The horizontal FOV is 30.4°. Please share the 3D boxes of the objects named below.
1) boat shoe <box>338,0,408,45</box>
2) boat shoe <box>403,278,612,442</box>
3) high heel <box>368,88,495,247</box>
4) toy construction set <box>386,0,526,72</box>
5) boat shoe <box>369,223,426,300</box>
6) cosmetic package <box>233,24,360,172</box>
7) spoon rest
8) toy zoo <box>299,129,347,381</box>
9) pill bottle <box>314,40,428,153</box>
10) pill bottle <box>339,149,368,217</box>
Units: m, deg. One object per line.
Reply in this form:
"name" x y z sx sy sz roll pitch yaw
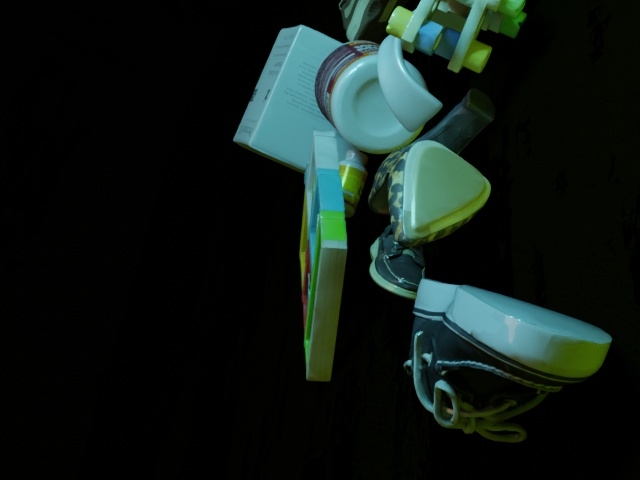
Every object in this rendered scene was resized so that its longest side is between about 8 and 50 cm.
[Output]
"boat shoe" 0.093 -0.382 1.660 0.257 0.095 0.095 -50 57 46
"boat shoe" 0.118 0.091 0.870 0.306 0.113 0.105 -169 96 -78
"high heel" 0.084 -0.030 1.182 0.186 0.093 0.261 -45 8 39
"toy construction set" 0.196 -0.327 1.164 0.328 0.151 0.215 -51 -5 22
"boat shoe" 0.082 0.016 1.219 0.152 0.056 0.049 -108 39 -69
"cosmetic package" -0.013 -0.190 1.677 0.184 0.151 0.151 -66 14 1
"spoon rest" 0.129 -0.240 1.317 0.137 0.084 0.276 -39 18 45
"toy zoo" 0.000 0.000 1.411 0.293 0.030 0.192 -94 9 -55
"pill bottle" 0.057 -0.188 1.492 0.121 0.121 0.221 -63 15 11
"pill bottle" 0.036 -0.075 1.543 0.043 0.043 0.083 -27 41 67
